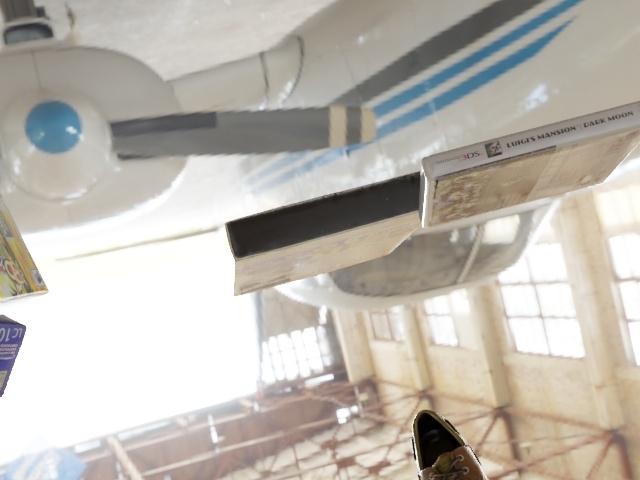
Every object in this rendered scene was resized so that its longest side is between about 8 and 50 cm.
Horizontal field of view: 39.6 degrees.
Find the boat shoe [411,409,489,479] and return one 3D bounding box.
[{"bbox_3d":[0.194,0.363,1.317,0.111,0.104,0.307,-29,-159,-2],"label":"boat shoe"}]

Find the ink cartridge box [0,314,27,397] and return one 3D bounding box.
[{"bbox_3d":[-0.694,0.156,1.484,0.396,0.151,0.270,22,-177,25],"label":"ink cartridge box"}]

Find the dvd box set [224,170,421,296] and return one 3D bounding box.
[{"bbox_3d":[0.000,0.000,1.417,0.308,0.062,0.420,-15,172,-8],"label":"dvd box set"}]

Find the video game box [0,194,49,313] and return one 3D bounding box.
[{"bbox_3d":[-0.300,-0.035,0.692,0.048,0.205,0.187,-27,-179,2],"label":"video game box"}]

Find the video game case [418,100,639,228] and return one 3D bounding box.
[{"bbox_3d":[0.167,-0.057,0.733,0.173,0.022,0.190,-15,169,3],"label":"video game case"}]
